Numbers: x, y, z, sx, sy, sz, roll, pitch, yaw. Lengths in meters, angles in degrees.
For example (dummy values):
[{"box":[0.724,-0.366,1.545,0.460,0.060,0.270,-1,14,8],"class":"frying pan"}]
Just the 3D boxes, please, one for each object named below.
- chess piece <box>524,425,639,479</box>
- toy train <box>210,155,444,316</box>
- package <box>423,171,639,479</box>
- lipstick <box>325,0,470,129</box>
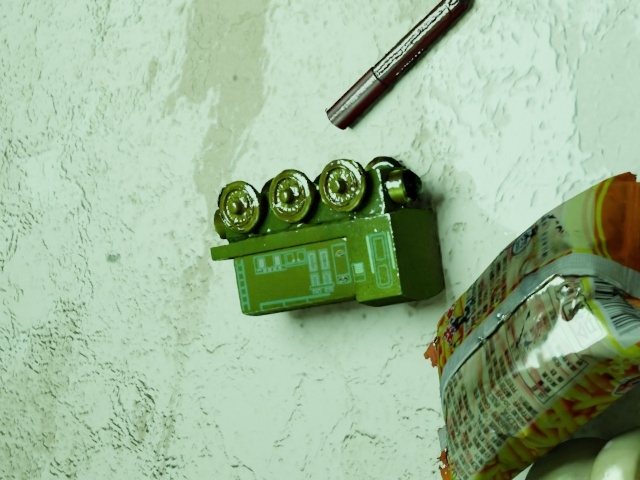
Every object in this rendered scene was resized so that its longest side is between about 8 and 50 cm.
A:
[{"box":[0.279,0.199,1.443,0.261,0.143,0.142,-14,82,43],"class":"chess piece"},{"box":[0.000,0.000,1.666,0.225,0.090,0.137,-11,87,36],"class":"toy train"},{"box":[0.177,0.075,1.490,0.288,0.108,0.223,-42,28,28],"class":"package"},{"box":[0.071,-0.164,1.651,0.176,0.027,0.027,-43,66,27],"class":"lipstick"}]
